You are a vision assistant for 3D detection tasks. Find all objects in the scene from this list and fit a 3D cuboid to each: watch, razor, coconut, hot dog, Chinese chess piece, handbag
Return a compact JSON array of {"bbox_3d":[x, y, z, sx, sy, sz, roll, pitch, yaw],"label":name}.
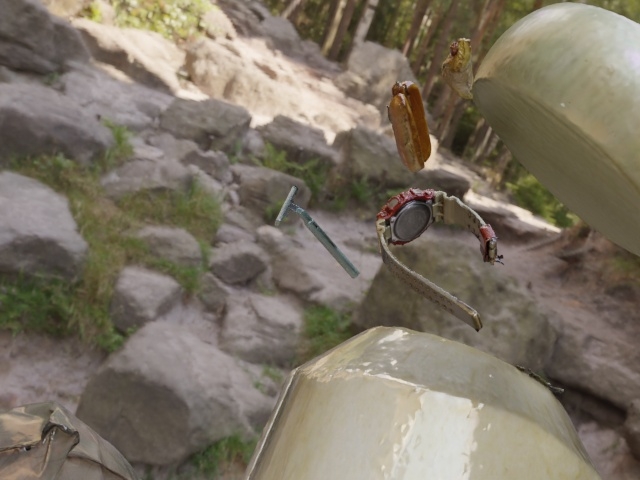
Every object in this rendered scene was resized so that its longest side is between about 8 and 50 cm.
[{"bbox_3d":[0.196,0.019,1.188,0.165,0.102,0.268,-33,47,-20],"label":"watch"},{"bbox_3d":[0.006,-0.001,1.388,0.036,0.084,0.211,-17,-51,45],"label":"razor"},{"bbox_3d":[0.066,0.241,0.611,0.323,0.323,0.323,19,13,-4],"label":"coconut"},{"bbox_3d":[0.273,-0.340,1.529,0.061,0.078,0.169,-2,-33,13],"label":"hot dog"},{"bbox_3d":[0.249,-0.094,0.672,0.250,0.101,0.250,43,2,-2],"label":"Chinese chess piece"},{"bbox_3d":[-0.245,0.184,0.520,0.182,0.270,0.117,62,14,-51],"label":"handbag"},{"bbox_3d":[0.181,-0.237,1.582,0.062,0.092,0.236,15,-35,29],"label":"hot dog"}]
